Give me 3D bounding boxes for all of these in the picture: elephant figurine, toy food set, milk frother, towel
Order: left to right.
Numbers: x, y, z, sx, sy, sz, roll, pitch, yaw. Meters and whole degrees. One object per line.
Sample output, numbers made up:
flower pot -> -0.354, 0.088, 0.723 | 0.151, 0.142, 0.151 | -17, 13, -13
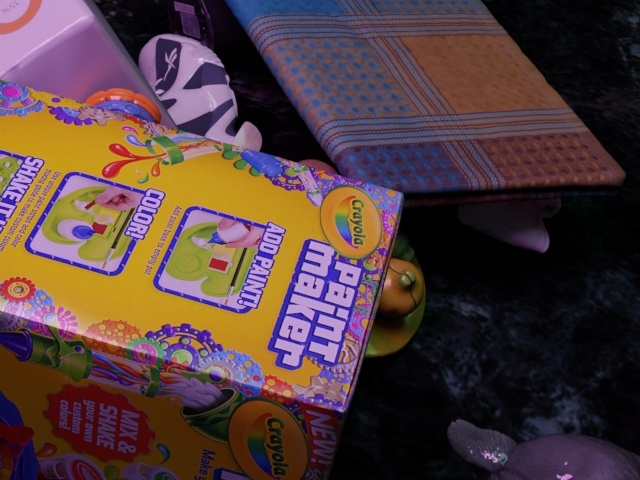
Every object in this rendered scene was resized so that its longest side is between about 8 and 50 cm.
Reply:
milk frother -> -0.086, -0.265, 1.268 | 0.134, 0.143, 0.129 | -22, 46, -31
toy food set -> 0.000, 0.000, 1.012 | 0.218, 0.071, 0.128 | 39, 64, -2
towel -> 0.073, -0.157, 1.142 | 0.271, 0.040, 0.370 | -5, 45, -28
elephant figurine -> 0.237, 0.197, 0.878 | 0.239, 0.186, 0.169 | -9, 3, -37

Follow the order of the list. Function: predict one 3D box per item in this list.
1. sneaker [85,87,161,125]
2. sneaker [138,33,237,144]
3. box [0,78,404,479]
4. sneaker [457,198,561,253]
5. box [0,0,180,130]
sneaker -> -0.173, 0.003, 0.907 | 0.083, 0.221, 0.087 | 14, 21, -11
sneaker -> -0.153, -0.094, 1.102 | 0.153, 0.094, 0.235 | -4, 55, -31
box -> -0.124, 0.091, 0.768 | 0.279, 0.290, 0.177 | 15, 42, 3
sneaker -> 0.186, -0.062, 1.187 | 0.094, 0.080, 0.212 | 31, 40, -9
box -> -0.295, -0.167, 1.026 | 0.215, 0.168, 0.345 | -35, 54, 0
